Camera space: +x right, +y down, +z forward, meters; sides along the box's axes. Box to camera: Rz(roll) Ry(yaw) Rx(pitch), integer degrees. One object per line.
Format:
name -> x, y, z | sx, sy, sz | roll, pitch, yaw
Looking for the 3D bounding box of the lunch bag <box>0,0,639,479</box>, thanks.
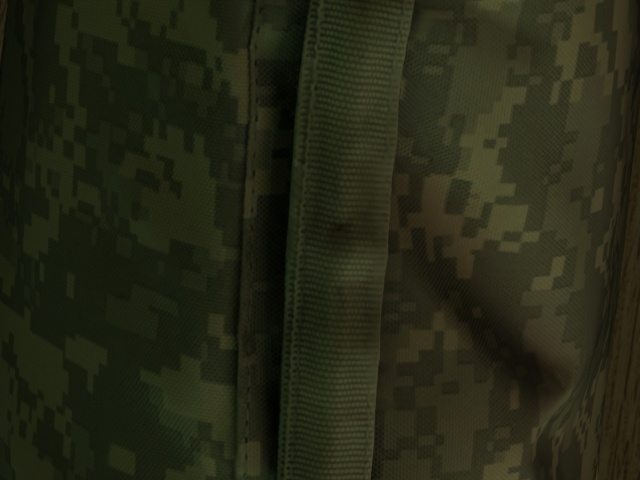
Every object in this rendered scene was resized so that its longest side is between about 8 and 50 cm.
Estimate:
lunch bag -> 0.000, 0.000, 0.623 | 0.212, 0.305, 0.256 | 4, -168, -4
